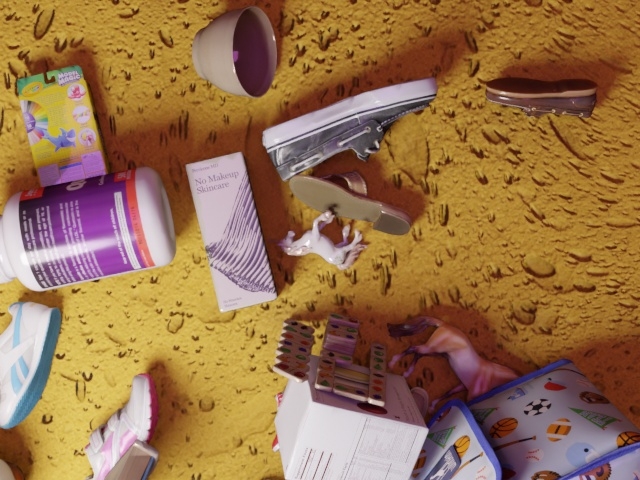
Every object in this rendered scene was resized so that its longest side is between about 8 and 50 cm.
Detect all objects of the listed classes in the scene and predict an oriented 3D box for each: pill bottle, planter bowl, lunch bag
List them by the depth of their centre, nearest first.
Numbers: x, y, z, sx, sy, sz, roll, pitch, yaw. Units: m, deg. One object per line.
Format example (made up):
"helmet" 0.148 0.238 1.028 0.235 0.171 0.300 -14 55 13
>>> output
"lunch bag" 0.330 0.397 1.526 0.386 0.328 0.238 -24 107 0
"pill bottle" -0.428 -0.015 1.617 0.323 0.181 0.181 -11 87 -3
"planter bowl" -0.164 -0.340 1.668 0.109 0.162 0.162 3 86 26

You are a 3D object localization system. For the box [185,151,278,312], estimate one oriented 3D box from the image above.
"box" -0.159 -0.014 1.668 0.113 0.094 0.275 -15 88 -2

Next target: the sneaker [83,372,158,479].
"sneaker" -0.360 0.357 1.638 0.111 0.103 0.252 14 86 -2

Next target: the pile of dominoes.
"pile of dominoes" 0.023 0.190 1.585 0.196 0.251 0.040 14 107 0

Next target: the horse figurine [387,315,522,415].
"horse figurine" 0.239 0.230 1.680 0.174 0.066 0.263 -40 91 4

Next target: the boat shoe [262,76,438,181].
"boat shoe" 0.064 -0.202 1.687 0.335 0.121 0.119 -19 95 8

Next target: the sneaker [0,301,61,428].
"sneaker" -0.544 0.223 1.655 0.092 0.087 0.228 13 79 6

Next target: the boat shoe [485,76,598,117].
"boat shoe" 0.409 -0.260 1.710 0.207 0.073 0.073 4 127 5

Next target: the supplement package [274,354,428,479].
"supplement package" 0.046 0.313 1.564 0.203 0.194 0.149 15 106 -13

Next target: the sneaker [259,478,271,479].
"sneaker" -0.154 0.555 1.601 0.106 0.162 0.281 28 86 0

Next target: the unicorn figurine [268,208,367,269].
"unicorn figurine" 0.000 0.000 1.687 0.162 0.060 0.111 34 91 -2

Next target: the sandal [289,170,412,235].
"sandal" 0.061 -0.088 1.701 0.240 0.088 0.079 22 55 -7

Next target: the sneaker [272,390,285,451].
"sneaker" -0.069 0.322 1.677 0.067 0.042 0.118 36 79 -3

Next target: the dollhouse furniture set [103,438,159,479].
"dollhouse furniture set" -0.258 0.534 1.528 0.303 0.198 0.286 33 126 -10

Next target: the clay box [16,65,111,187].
"clay box" -0.471 -0.200 1.691 0.128 0.053 0.222 -14 86 -2

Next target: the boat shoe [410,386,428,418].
"boat shoe" 0.156 0.328 1.657 0.050 0.045 0.135 24 111 11

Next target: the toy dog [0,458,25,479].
"toy dog" -0.642 0.543 1.513 0.396 0.285 0.407 1 75 29
